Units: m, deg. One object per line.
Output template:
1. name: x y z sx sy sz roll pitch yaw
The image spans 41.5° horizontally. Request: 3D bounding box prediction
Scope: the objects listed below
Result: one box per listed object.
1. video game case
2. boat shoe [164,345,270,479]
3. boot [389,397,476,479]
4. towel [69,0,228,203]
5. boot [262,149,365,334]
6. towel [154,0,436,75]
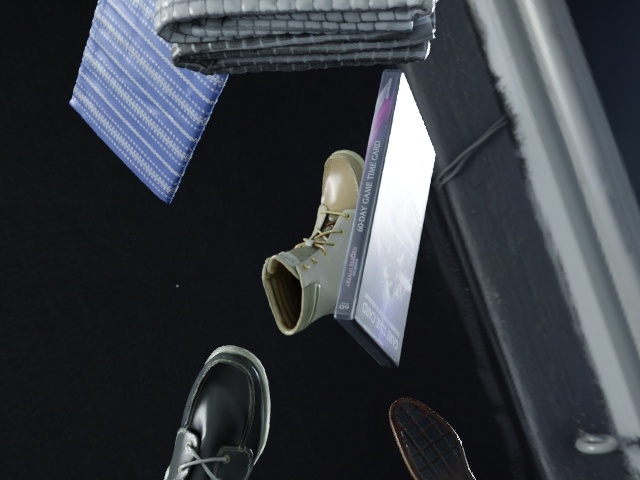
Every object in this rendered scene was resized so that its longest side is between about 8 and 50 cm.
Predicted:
1. video game case: 0.077 -0.017 0.925 0.026 0.196 0.274 6 -110 21
2. boat shoe: -0.104 0.215 0.811 0.084 0.079 0.233 17 -76 3
3. boot: 0.154 0.310 1.094 0.082 0.106 0.219 -29 -112 -20
4. towel: -0.238 -0.244 1.200 0.243 0.336 0.040 46 -137 13
5. boot: 0.000 0.000 1.053 0.165 0.077 0.213 -16 -72 -50
6. towel: -0.016 -0.292 0.864 0.284 0.121 0.235 -1 -113 8
